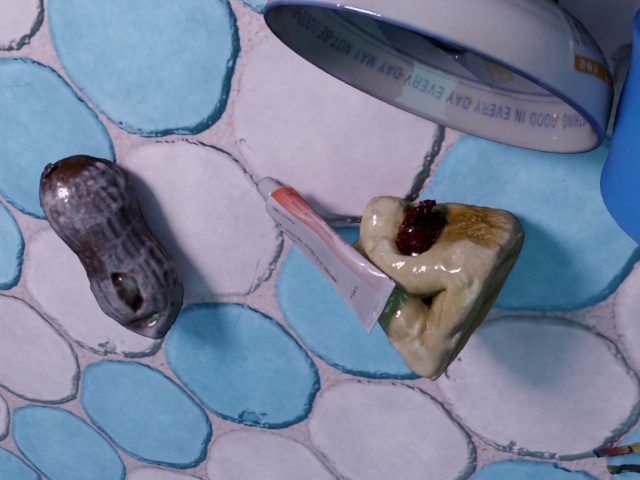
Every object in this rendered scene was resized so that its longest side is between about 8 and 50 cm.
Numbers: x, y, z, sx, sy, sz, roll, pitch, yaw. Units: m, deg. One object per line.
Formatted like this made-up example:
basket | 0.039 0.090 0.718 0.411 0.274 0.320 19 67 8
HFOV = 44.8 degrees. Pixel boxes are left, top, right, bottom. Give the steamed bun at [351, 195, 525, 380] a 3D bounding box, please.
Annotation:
steamed bun | 0.100 0.027 0.782 0.155 0.141 0.172 31 128 17

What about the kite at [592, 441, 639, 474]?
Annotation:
kite | 0.447 0.244 0.854 0.285 0.015 0.152 -21 113 33

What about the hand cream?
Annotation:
hand cream | -0.001 -0.001 0.786 0.216 0.038 0.052 46 154 35

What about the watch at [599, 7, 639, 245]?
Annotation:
watch | 0.352 -0.068 0.507 0.305 0.274 0.241 12 127 21

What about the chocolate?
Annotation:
chocolate | -0.242 0.007 0.922 0.110 0.110 0.248 -9 116 28

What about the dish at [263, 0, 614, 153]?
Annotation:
dish | 0.106 -0.177 0.598 0.273 0.273 0.134 22 90 7
